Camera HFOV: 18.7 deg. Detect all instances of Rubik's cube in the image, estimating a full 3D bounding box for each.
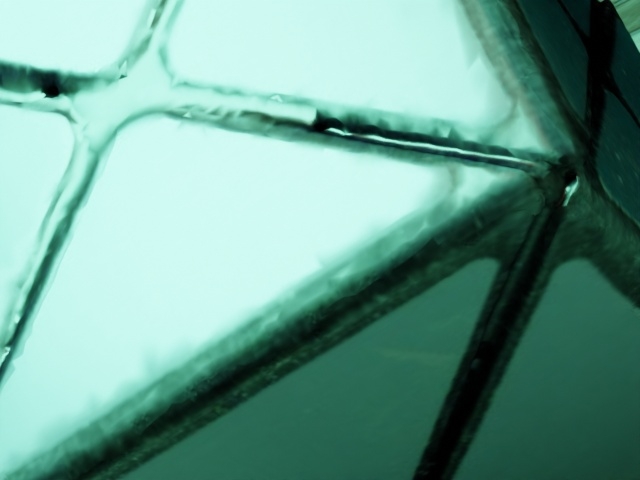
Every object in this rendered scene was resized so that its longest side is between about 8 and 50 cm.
[{"bbox_3d":[0.000,0.000,0.716,0.255,0.260,0.259,-35,55,17],"label":"Rubik's cube"}]
